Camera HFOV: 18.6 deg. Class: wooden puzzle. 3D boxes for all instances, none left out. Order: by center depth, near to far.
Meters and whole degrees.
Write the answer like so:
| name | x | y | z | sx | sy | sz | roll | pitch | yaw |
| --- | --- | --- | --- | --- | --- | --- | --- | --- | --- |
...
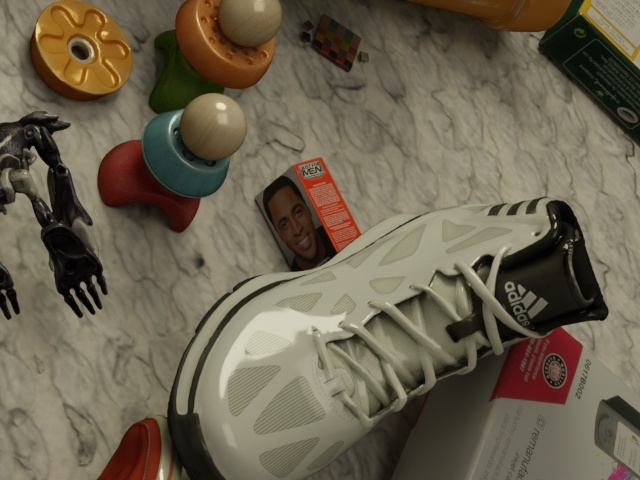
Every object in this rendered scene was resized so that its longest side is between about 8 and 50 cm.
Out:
| name | x | y | z | sx | sy | sz | roll | pitch | yaw |
| --- | --- | --- | --- | --- | --- | --- | --- | --- | --- |
| wooden puzzle | 0.016 | -0.207 | 2.044 | 0.083 | 0.006 | 0.049 | 32 | 49 | -18 |

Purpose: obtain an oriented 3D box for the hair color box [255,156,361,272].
| name | x | y | z | sx | sy | sz | roll | pitch | yaw |
| --- | --- | --- | --- | --- | --- | --- | --- | --- | --- |
| hair color box | 0.000 | 0.000 | 1.867 | 0.043 | 0.072 | 0.141 | -17 | 75 | -42 |

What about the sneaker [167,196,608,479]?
| name | x | y | z | sx | sy | sz | roll | pitch | yaw |
| --- | --- | --- | --- | --- | --- | --- | --- | --- | --- |
| sneaker | 0.077 | 0.063 | 1.657 | 0.447 | 0.257 | 0.169 | -37 | 103 | -46 |

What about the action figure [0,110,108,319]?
| name | x | y | z | sx | sy | sz | roll | pitch | yaw |
| --- | --- | --- | --- | --- | --- | --- | --- | --- | --- |
| action figure | -0.268 | -0.018 | 1.632 | 0.164 | 0.141 | 0.275 | -11 | 29 | -13 |

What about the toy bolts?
| name | x | y | z | sx | sy | sz | roll | pitch | yaw |
| --- | --- | --- | --- | --- | --- | --- | --- | --- | --- |
| toy bolts | -0.141 | -0.147 | 1.787 | 0.218 | 0.158 | 0.228 | 16 | 56 | -29 |

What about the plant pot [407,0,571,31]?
| name | x | y | z | sx | sy | sz | roll | pitch | yaw |
| --- | --- | --- | --- | --- | --- | --- | --- | --- | --- |
| plant pot | 0.154 | -0.328 | 2.105 | 0.188 | 0.205 | 0.205 | -2 | 65 | -21 |

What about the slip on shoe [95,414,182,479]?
| name | x | y | z | sx | sy | sz | roll | pitch | yaw |
| --- | --- | --- | --- | --- | --- | --- | --- | --- | --- |
| slip on shoe | -0.205 | 0.257 | 1.538 | 0.101 | 0.123 | 0.331 | 38 | 53 | -8 |

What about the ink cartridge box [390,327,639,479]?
| name | x | y | z | sx | sy | sz | roll | pitch | yaw |
| --- | --- | --- | --- | --- | --- | --- | --- | --- | --- |
| ink cartridge box | 0.231 | 0.242 | 1.832 | 0.306 | 0.131 | 0.226 | 39 | 52 | -19 |

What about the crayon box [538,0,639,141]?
| name | x | y | z | sx | sy | sz | roll | pitch | yaw |
| --- | --- | --- | --- | --- | --- | --- | --- | --- | --- |
| crayon box | 0.406 | -0.269 | 2.321 | 0.203 | 0.083 | 0.323 | 42 | 48 | -9 |
